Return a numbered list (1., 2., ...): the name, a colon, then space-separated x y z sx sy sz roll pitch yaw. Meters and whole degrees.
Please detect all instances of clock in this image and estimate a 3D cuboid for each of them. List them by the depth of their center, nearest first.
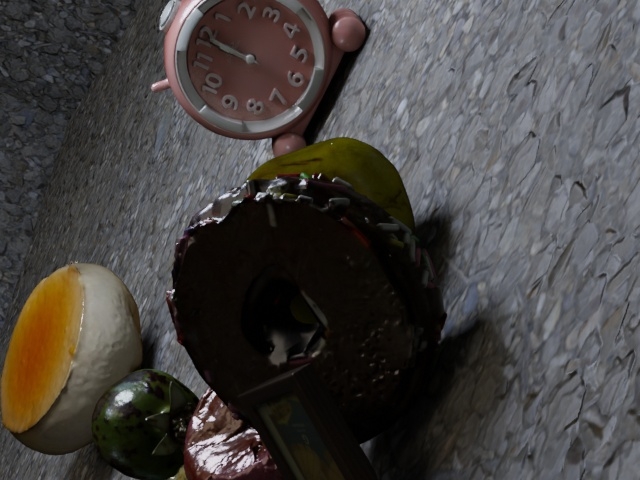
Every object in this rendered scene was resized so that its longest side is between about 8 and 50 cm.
1. clock: -0.095 -0.246 2.241 0.227 0.241 0.142 -63 13 12

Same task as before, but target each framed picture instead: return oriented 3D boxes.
1. framed picture: 0.000 0.192 1.478 0.023 0.168 0.128 -30 0 -28

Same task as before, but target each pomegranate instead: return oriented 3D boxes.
1. pomegranate: -0.205 0.231 2.103 0.149 0.148 0.169 -68 15 -5

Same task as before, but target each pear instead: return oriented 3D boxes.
1. pear: 0.000 0.000 1.700 0.200 0.200 0.200 -56 19 31

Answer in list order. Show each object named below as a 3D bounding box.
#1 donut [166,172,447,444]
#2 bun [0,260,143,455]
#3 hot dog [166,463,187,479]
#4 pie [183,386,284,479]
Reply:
1. donut: -0.012 0.061 1.548 0.270 0.269 0.103 -57 -11 30
2. bun: -0.353 0.181 2.597 0.299 0.164 0.299 -34 46 44
3. hot dog: -0.134 0.297 1.897 0.242 0.073 0.084 -48 28 41
4. pie: -0.065 0.191 1.767 0.182 0.049 0.182 -25 42 25
